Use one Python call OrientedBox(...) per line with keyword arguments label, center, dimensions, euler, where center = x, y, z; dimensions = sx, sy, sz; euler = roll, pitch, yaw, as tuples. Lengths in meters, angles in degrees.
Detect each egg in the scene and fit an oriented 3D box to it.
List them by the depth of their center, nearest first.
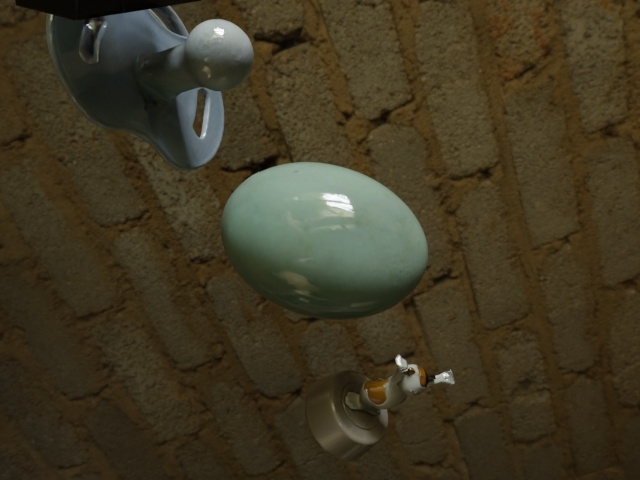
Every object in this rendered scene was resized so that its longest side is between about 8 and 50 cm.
OrientedBox(label="egg", center=(0.000, 0.000, 0.927), dimensions=(0.276, 0.389, 0.275), euler=(13, 90, -68))

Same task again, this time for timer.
OrientedBox(label="timer", center=(0.113, 0.301, 0.995), dimensions=(0.175, 0.266, 0.175), euler=(26, 41, -26))

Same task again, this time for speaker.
OrientedBox(label="speaker", center=(-0.224, -0.289, 0.576), dimensions=(0.218, 0.082, 0.044), euler=(-51, 155, -54))

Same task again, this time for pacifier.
OrientedBox(label="pacifier", center=(-0.190, -0.237, 0.681), dimensions=(0.299, 0.233, 0.244), euler=(30, 62, -57))
